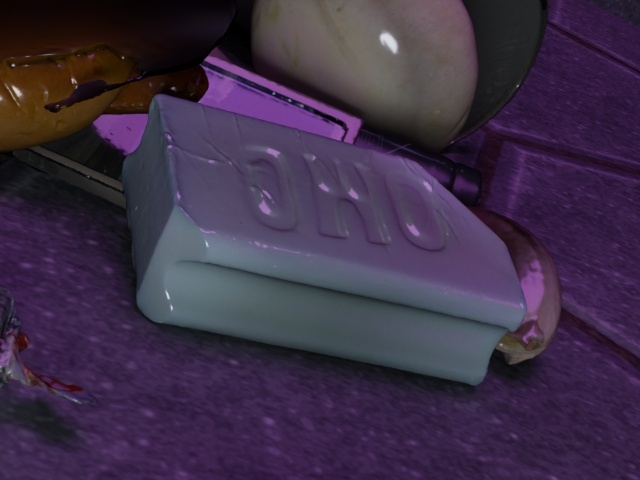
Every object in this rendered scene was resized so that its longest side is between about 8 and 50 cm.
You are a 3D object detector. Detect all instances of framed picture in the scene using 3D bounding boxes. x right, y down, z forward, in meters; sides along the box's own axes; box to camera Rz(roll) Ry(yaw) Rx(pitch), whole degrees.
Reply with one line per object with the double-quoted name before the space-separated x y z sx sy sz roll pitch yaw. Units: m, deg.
"framed picture" -0.107 -0.085 1.330 0.260 0.023 0.189 24 51 0

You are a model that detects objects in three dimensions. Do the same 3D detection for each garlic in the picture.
"garlic" 0.147 0.035 1.339 0.101 0.087 0.195 -18 43 -26

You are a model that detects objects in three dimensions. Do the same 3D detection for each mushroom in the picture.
"mushroom" 0.050 -0.193 1.525 0.246 0.246 0.202 29 57 17

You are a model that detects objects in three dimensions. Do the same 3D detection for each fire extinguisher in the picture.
"fire extinguisher" -0.014 -0.071 1.433 0.311 0.095 0.114 21 -24 -9

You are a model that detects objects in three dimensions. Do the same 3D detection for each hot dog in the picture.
"hot dog" -0.235 -0.125 1.232 0.326 0.107 0.194 7 43 2

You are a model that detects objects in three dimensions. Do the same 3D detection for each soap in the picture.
"soap" 0.000 0.000 1.201 0.289 0.095 0.173 13 38 -24

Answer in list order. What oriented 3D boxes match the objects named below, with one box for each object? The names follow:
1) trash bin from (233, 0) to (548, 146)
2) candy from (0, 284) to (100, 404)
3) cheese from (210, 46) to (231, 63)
"trash bin" 0.032 -0.315 1.836 0.280 0.280 0.432 1 33 -46
"candy" -0.266 0.042 0.922 0.292 0.059 0.086 18 22 -9
"cheese" -0.120 -0.170 1.651 0.085 0.034 0.400 6 25 -28
